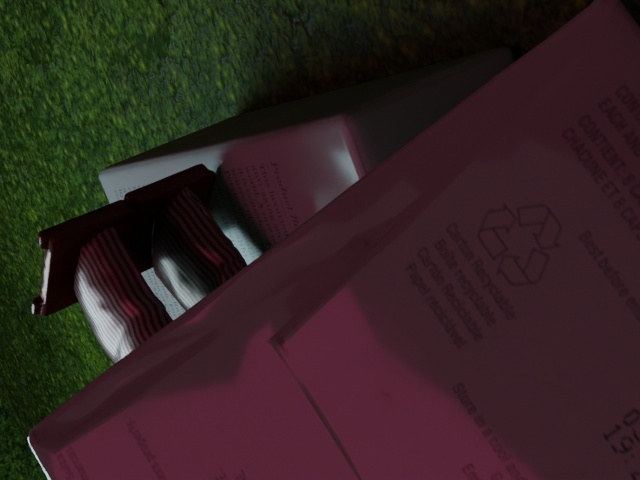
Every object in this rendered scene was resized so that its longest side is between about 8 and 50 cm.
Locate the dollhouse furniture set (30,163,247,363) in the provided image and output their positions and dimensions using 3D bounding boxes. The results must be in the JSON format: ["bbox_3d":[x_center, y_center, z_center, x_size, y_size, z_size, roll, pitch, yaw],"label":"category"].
[{"bbox_3d":[-0.125,0.137,1.083,0.201,0.152,0.374,51,150,21],"label":"dollhouse furniture set"}]

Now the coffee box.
[{"bbox_3d":[0.143,0.127,0.649,0.338,0.334,0.337,-38,75,22],"label":"coffee box"}]

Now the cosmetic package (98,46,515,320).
[{"bbox_3d":[0.000,0.000,1.092,0.453,0.161,0.230,-2,111,60],"label":"cosmetic package"}]
